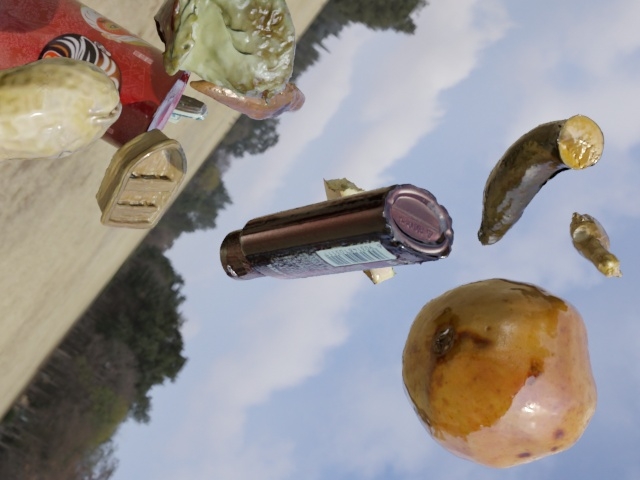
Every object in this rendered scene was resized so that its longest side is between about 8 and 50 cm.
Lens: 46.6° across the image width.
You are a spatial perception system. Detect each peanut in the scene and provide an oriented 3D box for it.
[{"bbox_3d":[-0.391,-0.154,0.904,0.130,0.290,0.130,172,-90,-74],"label":"peanut"}]

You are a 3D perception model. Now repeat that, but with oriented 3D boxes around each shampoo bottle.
[{"bbox_3d":[0.000,0.000,0.922,0.323,0.129,0.084,-11,-113,46],"label":"shampoo bottle"}]

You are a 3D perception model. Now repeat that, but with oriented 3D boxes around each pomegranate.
[{"bbox_3d":[0.359,0.264,1.466,0.410,0.410,0.410,-50,-167,16],"label":"pomegranate"}]

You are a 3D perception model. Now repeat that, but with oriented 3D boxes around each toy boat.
[{"bbox_3d":[-0.292,-0.106,1.227,0.116,0.061,0.188,2,133,-48],"label":"toy boat"},{"bbox_3d":[-0.327,-0.300,1.701,0.059,0.140,0.066,-67,172,-51],"label":"toy boat"}]

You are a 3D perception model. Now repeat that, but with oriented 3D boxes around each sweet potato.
[{"bbox_3d":[0.307,-0.089,1.114,0.286,0.085,0.112,-54,-136,47],"label":"sweet potato"},{"bbox_3d":[-0.120,-0.306,1.584,0.354,0.106,0.095,-8,114,-56],"label":"sweet potato"}]

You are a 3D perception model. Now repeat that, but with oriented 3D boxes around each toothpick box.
[{"bbox_3d":[-0.430,-0.314,1.348,0.204,0.333,0.204,-57,-172,12],"label":"toothpick box"}]

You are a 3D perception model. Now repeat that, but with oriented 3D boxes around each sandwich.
[{"bbox_3d":[0.069,-0.035,1.384,0.058,0.162,0.193,-23,-136,-11],"label":"sandwich"}]

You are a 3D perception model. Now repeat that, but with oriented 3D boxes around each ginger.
[{"bbox_3d":[0.535,0.018,1.441,0.067,0.096,0.165,-33,-134,19],"label":"ginger"}]

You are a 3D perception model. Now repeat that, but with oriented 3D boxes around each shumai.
[{"bbox_3d":[-0.127,-0.253,0.939,0.142,0.184,0.184,-19,173,-32],"label":"shumai"}]
